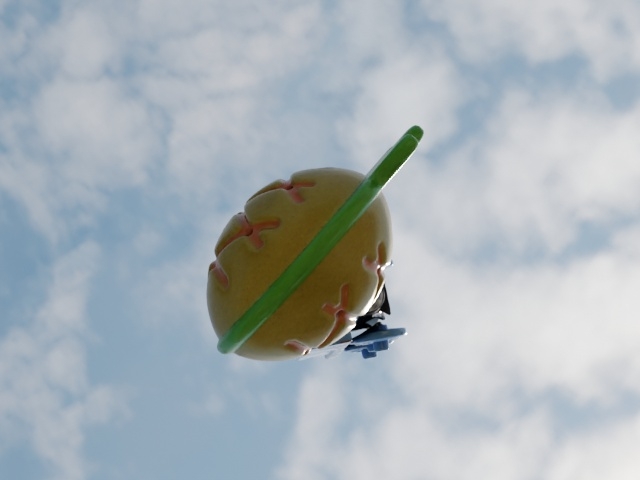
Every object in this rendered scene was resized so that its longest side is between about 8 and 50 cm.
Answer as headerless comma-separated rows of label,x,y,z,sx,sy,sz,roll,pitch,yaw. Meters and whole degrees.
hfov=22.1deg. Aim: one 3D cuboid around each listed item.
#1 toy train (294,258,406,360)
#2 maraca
toy train,0.006,0.056,1.287,0.105,0.184,0.080,-10,-96,-5
maraca,0.000,0.000,1.003,0.099,0.127,0.186,43,-113,-5
